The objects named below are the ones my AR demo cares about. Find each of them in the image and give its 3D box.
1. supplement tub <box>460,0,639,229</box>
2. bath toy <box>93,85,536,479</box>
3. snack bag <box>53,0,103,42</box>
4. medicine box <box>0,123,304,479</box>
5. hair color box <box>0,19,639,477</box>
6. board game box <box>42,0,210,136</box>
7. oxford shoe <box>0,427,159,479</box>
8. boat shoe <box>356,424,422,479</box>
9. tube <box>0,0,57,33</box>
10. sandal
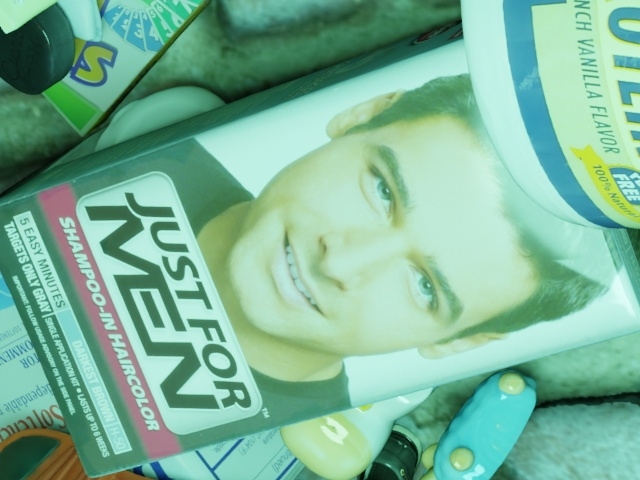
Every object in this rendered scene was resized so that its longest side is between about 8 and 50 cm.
[{"bbox_3d":[0.248,-0.117,0.817,0.316,0.228,0.228,0,122,37],"label":"supplement tub"},{"bbox_3d":[-0.019,0.044,1.223,0.348,0.151,0.129,43,172,2],"label":"bath toy"},{"bbox_3d":[-0.280,-0.301,1.193,0.323,0.037,0.342,14,128,36],"label":"snack bag"},{"bbox_3d":[-0.181,0.098,1.360,0.263,0.149,0.289,-26,103,45],"label":"medicine box"},{"bbox_3d":[0.000,0.000,1.068,0.374,0.113,0.185,-18,100,24],"label":"hair color box"},{"bbox_3d":[-0.151,-0.173,1.217,0.124,0.039,0.259,48,139,-2],"label":"board game box"},{"bbox_3d":[-0.109,0.222,1.244,0.271,0.097,0.098,28,155,21],"label":"oxford shoe"},{"bbox_3d":[0.046,0.198,1.346,0.049,0.042,0.133,23,134,17],"label":"boat shoe"},{"bbox_3d":[-0.126,-0.209,1.094,0.240,0.062,0.070,-22,80,23],"label":"tube"},{"bbox_3d":[-0.278,-0.182,1.211,0.254,0.054,0.097,31,137,22],"label":"sandal"}]
